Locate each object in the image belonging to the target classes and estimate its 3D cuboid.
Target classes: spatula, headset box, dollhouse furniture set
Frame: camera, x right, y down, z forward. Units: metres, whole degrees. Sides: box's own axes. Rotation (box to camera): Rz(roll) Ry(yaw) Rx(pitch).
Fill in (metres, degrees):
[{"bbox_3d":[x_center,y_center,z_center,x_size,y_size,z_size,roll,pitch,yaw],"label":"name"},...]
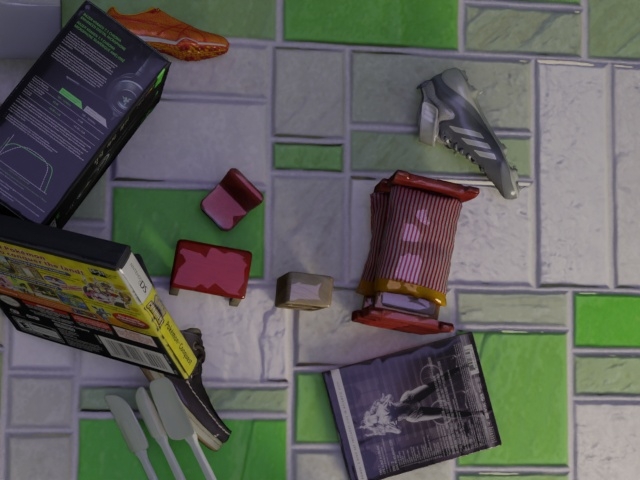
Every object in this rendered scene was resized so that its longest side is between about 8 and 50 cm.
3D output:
[{"bbox_3d":[-0.186,0.295,1.762,0.019,0.168,0.242,-27,94,-45],"label":"spatula"},{"bbox_3d":[-0.318,-0.144,1.733,0.131,0.246,0.283,36,78,-4],"label":"headset box"},{"bbox_3d":[0.000,0.000,1.823,0.374,0.152,0.201,10,82,-9],"label":"dollhouse furniture set"}]

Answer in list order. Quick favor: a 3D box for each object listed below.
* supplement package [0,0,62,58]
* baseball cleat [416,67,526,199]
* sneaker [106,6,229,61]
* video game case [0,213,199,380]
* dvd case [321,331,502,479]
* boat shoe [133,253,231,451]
[{"bbox_3d":[-0.388,-0.335,1.776,0.105,0.105,0.179,0,56,-11],"label":"supplement package"},{"bbox_3d":[0.201,-0.137,1.928,0.109,0.072,0.206,-26,85,2],"label":"baseball cleat"},{"bbox_3d":[-0.209,-0.285,1.862,0.175,0.064,0.067,9,73,-12],"label":"sneaker"},{"bbox_3d":[-0.305,0.062,1.659,0.275,0.248,0.035,13,59,26],"label":"video game case"},{"bbox_3d":[0.127,0.233,1.891,0.221,0.018,0.164,-14,88,-12],"label":"dvd case"},{"bbox_3d":[-0.196,0.144,1.799,0.092,0.103,0.285,-36,85,-7],"label":"boat shoe"}]
